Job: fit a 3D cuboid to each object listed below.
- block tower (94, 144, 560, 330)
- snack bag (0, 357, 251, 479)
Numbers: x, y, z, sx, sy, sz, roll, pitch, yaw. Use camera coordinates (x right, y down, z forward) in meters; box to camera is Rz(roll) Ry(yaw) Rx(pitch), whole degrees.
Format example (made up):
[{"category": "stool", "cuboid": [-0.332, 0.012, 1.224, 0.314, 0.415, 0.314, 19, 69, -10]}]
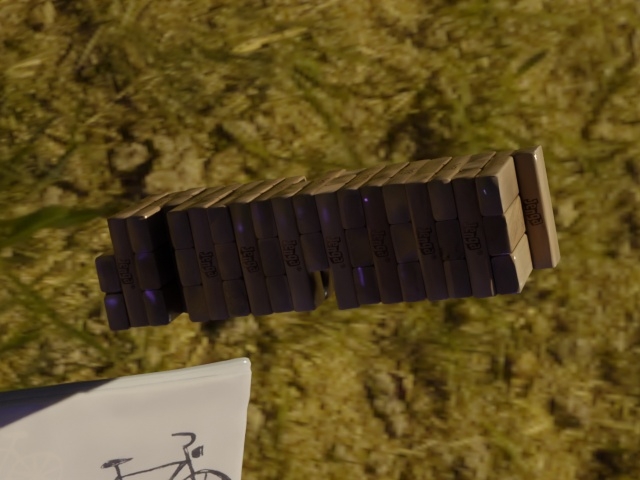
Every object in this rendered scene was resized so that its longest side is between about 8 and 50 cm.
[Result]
[{"category": "block tower", "cuboid": [0.000, 0.000, 1.068, 0.097, 0.336, 0.090, -43, 124, -67]}, {"category": "snack bag", "cuboid": [-0.194, 0.263, 1.176, 0.323, 0.037, 0.342, -4, 110, -31]}]
